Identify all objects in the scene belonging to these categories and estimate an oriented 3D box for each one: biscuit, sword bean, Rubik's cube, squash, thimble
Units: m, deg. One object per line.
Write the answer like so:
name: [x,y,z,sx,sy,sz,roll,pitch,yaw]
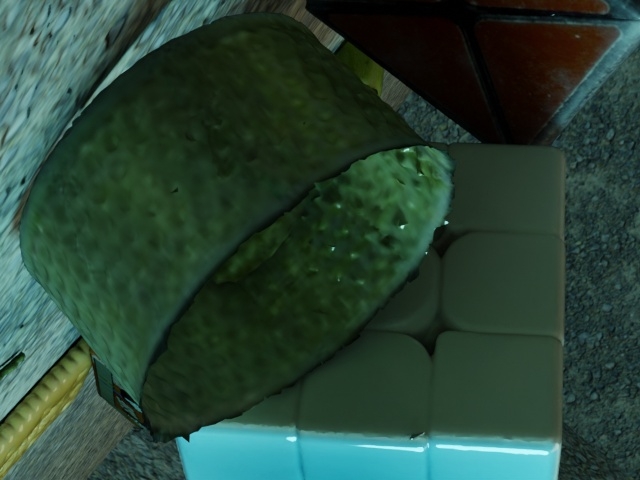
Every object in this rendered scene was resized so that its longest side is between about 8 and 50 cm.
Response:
biscuit: [-0.329,0.214,1.735,0.249,0.030,0.160,-50,178,-35]
sword bean: [-0.279,0.116,1.404,0.012,0.012,0.083,-52,179,23]
Rubik's cube: [0.050,0.111,1.331,0.290,0.292,0.291,85,8,-53]
Rubik's cube: [0.175,-0.259,1.324,0.260,0.259,0.255,-49,178,-31]
squash: [0.042,-0.204,1.968,0.090,0.075,0.200,-33,-153,20]
thimble: [-0.056,-0.009,1.066,0.271,0.150,0.271,-36,157,-18]

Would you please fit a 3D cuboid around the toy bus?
toy bus: [-0.196,0.143,1.784,0.093,0.092,0.409,-52,178,-14]
